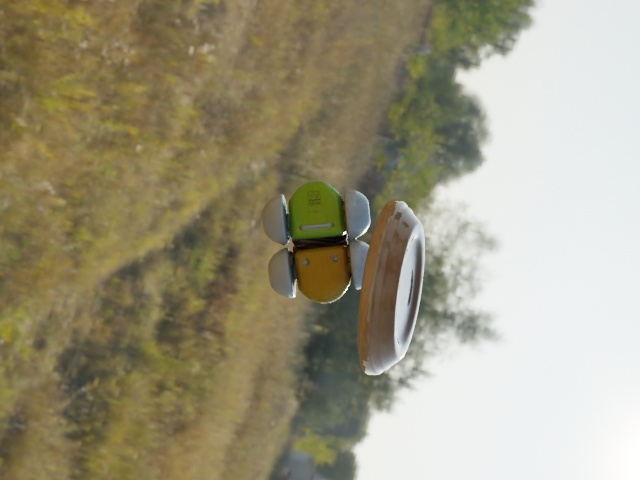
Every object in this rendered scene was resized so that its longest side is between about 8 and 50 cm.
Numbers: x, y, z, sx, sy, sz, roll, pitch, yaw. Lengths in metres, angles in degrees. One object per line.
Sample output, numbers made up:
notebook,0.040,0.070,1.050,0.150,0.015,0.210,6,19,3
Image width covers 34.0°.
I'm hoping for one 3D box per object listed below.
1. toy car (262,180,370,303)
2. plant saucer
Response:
toy car,0.000,0.000,1.584,0.136,0.159,0.182,-54,138,-83
plant saucer,0.084,0.054,1.179,0.200,0.037,0.200,9,90,-75
